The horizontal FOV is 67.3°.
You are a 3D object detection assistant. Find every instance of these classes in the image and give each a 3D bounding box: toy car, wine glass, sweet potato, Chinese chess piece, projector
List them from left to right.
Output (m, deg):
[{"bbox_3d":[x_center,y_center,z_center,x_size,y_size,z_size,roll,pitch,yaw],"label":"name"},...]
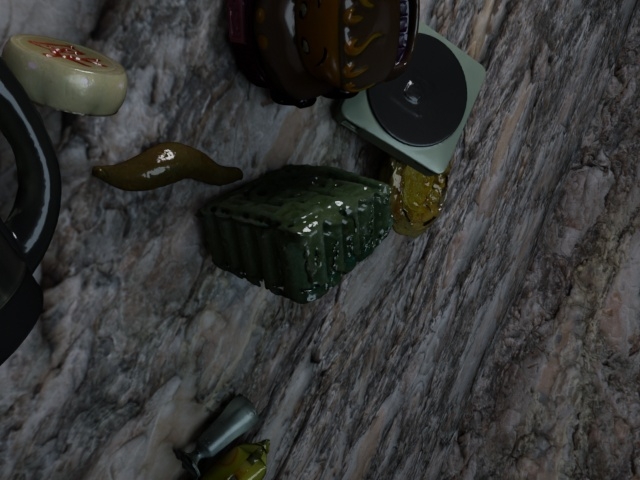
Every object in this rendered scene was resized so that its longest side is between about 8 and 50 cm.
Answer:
[{"bbox_3d":[-0.274,-0.179,0.522,0.122,0.122,0.051,-6,126,-49],"label":"Chinese chess piece"},{"bbox_3d":[-0.198,-0.108,0.701,0.249,0.059,0.069,-13,135,-51],"label":"sweet potato"},{"bbox_3d":[-0.192,0.365,0.905,0.155,0.072,0.072,-36,131,-36],"label":"wine glass"},{"bbox_3d":[0.042,-0.338,0.737,0.340,0.240,0.272,-24,125,-37],"label":"toy car"},{"bbox_3d":[0.186,-0.300,0.989,0.257,0.079,0.259,27,83,-18],"label":"projector"}]

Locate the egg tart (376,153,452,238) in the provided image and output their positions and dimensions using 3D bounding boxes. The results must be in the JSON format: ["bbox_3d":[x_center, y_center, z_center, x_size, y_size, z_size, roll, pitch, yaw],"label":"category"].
[{"bbox_3d":[0.206,-0.140,1.140,0.290,0.106,0.291,-19,115,-46],"label":"egg tart"}]

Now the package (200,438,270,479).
[{"bbox_3d":[-0.176,0.467,0.923,0.226,0.090,0.168,-43,168,-23],"label":"package"}]

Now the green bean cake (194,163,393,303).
[{"bbox_3d":[-0.033,-0.034,0.781,0.255,0.241,0.132,-34,125,-37],"label":"green bean cake"}]

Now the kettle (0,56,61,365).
[{"bbox_3d":[-0.378,-0.049,0.379,0.321,0.228,0.325,-42,130,-35],"label":"kettle"}]
